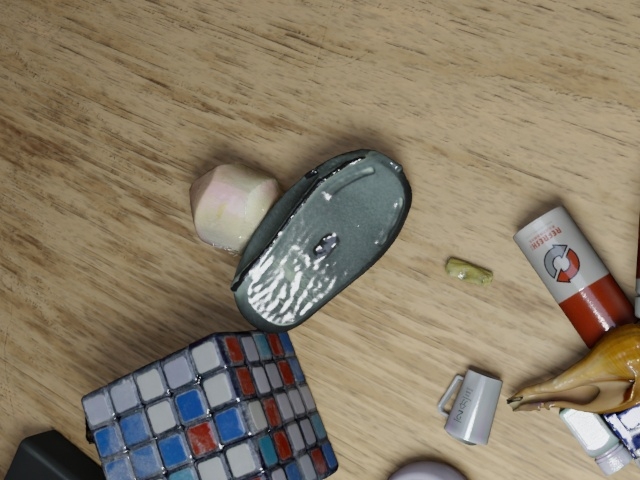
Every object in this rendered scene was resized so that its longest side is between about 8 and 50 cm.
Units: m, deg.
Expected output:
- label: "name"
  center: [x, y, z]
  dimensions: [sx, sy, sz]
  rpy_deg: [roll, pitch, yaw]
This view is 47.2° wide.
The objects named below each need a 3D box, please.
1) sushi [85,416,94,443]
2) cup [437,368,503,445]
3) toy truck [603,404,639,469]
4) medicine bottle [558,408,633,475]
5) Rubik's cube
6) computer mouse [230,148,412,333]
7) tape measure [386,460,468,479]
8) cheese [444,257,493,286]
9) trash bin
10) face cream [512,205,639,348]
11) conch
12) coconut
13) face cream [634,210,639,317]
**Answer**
- label: "sushi"
  center: [-0.392, 0.364, 1.445]
  dimensions: [0.150, 0.090, 0.078]
  rpy_deg: [0, 90, 19]
- label: "cup"
  center: [0.247, 0.276, 1.231]
  dimensions: [0.104, 0.074, 0.116]
  rpy_deg: [16, 88, 49]
- label: "toy truck"
  center: [0.534, 0.250, 1.063]
  dimensions: [0.213, 0.177, 0.161]
  rpy_deg: [-37, 74, 15]
- label: "medicine bottle"
  center: [0.431, 0.304, 1.150]
  dimensions: [0.055, 0.074, 0.118]
  rpy_deg: [-37, 73, 12]
- label: "Rubik's cube"
  center: [-0.181, 0.334, 1.264]
  dimensions: [0.287, 0.292, 0.293]
  rpy_deg: [-25, 76, 16]
- label: "computer mouse"
  center: [-0.002, -0.002, 1.279]
  dimensions: [0.374, 0.114, 0.203]
  rpy_deg: [-44, 104, -1]
- label: "tape measure"
  center: [0.189, 0.460, 1.220]
  dimensions: [0.196, 0.105, 0.178]
  rpy_deg: [36, 106, 20]
- label: "cheese"
  center: [0.253, 0.057, 1.253]
  dimensions: [0.083, 0.044, 0.030]
  rpy_deg: [20, 109, 18]
- label: "trash bin"
  center: [-0.515, 0.517, 1.472]
  dimensions: [0.225, 0.115, 0.165]
  rpy_deg: [28, 95, 16]
- label: "face cream"
  center: [0.407, 0.057, 1.167]
  dimensions: [0.096, 0.096, 0.214]
  rpy_deg: [-35, 76, 15]
- label: "conch"
  center: [0.421, 0.201, 1.091]
  dimensions: [0.330, 0.093, 0.109]
  rpy_deg: [-38, 66, 43]
- label: "coconut"
  center: [-0.164, -0.060, 1.355]
  dimensions: [0.183, 0.171, 0.171]
  rpy_deg: [18, 92, 18]
- label: "face cream"
  center: [0.564, 0.027, 1.055]
  dimensions: [0.201, 0.201, 0.187]
  rpy_deg: [4, 88, 21]
